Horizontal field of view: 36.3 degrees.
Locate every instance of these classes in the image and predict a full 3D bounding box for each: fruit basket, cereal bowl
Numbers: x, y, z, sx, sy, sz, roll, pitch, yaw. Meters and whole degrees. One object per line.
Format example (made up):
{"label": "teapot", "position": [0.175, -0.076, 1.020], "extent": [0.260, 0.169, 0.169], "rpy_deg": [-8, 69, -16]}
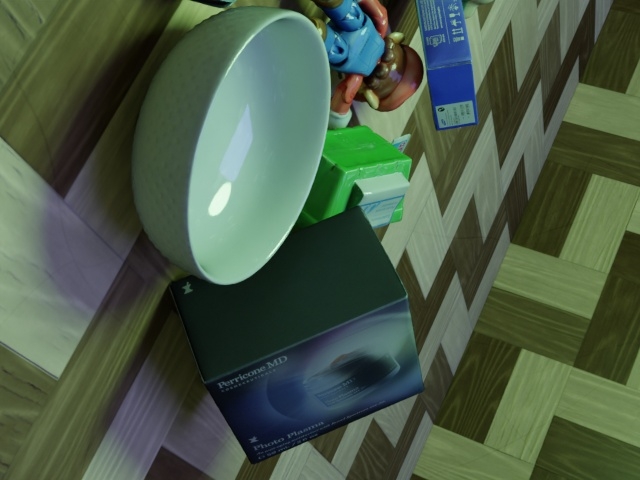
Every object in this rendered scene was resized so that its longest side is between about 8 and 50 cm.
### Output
{"label": "fruit basket", "position": [0.000, 0.000, 1.544], "extent": [0.327, 0.165, 0.353], "rpy_deg": [-14, 131, -52]}
{"label": "cereal bowl", "position": [-0.123, -0.125, 1.198], "extent": [0.339, 0.141, 0.339], "rpy_deg": [-48, 149, -42]}

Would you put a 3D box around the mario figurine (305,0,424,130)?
{"label": "mario figurine", "position": [0.029, -0.293, 1.502], "extent": [0.198, 0.170, 0.320], "rpy_deg": [-33, 152, 16]}

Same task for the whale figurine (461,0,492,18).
{"label": "whale figurine", "position": [0.286, -0.535, 1.887], "extent": [0.272, 0.141, 0.216], "rpy_deg": [144, -33, -86]}

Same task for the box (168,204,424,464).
{"label": "box", "position": [-0.025, 0.147, 1.417], "extent": [0.296, 0.183, 0.294], "rpy_deg": [-23, 144, -4]}

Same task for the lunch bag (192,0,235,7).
{"label": "lunch bag", "position": [-0.133, -0.299, 1.127], "extent": [0.083, 0.071, 0.053], "rpy_deg": [-15, 120, -65]}

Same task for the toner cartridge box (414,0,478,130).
{"label": "toner cartridge box", "position": [0.198, -0.372, 1.626], "extent": [0.165, 0.075, 0.348], "rpy_deg": [71, 13, -58]}
